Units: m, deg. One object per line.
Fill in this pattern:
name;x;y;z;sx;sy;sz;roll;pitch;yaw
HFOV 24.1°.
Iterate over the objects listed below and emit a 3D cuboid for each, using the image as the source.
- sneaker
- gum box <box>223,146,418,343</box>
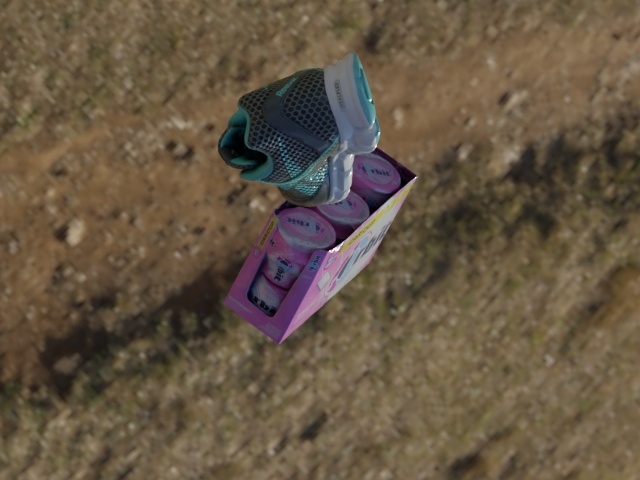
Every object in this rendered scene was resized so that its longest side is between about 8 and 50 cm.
sneaker;-0.020;-0.055;0.813;0.076;0.065;0.166;-13;167;-10
gum box;0.000;0.000;1.284;0.188;0.062;0.107;-40;163;-53
